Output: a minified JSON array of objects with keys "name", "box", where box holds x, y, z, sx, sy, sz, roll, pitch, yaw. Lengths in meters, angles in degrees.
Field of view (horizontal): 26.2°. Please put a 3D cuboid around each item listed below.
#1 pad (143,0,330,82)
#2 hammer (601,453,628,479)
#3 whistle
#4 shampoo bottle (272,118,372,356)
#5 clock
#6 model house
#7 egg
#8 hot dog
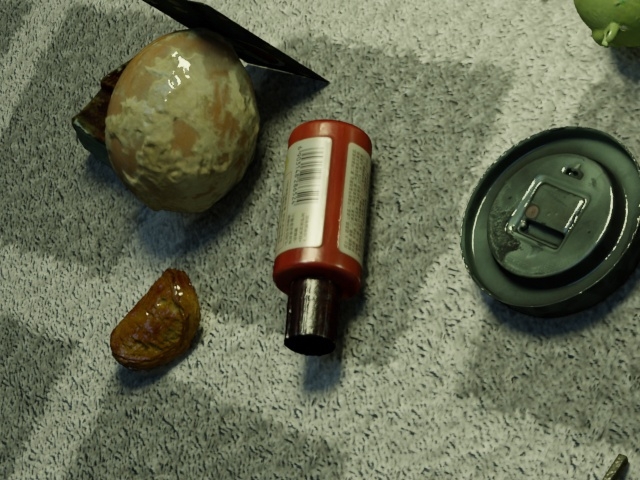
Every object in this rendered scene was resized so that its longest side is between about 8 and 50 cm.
[{"name":"pad","box":[-0.120,-0.262,1.762,0.170,0.245,0.006,20,86,42]},{"name":"hammer","box":[0.209,0.301,1.253,0.029,0.058,0.292,20,54,32]},{"name":"whistle","box":[0.381,-0.320,1.514,0.141,0.141,0.294,20,60,43]},{"name":"shampoo bottle","box":[0.000,0.000,1.610,0.104,0.104,0.278,-13,57,32]},{"name":"clock","box":[0.252,-0.020,1.471,0.215,0.042,0.215,-19,54,29]},{"name":"model house","box":[-0.257,-0.174,1.927,0.165,0.106,0.152,33,80,29]},{"name":"egg","box":[-0.177,-0.153,1.762,0.203,0.203,0.245,36,121,44]},{"name":"hot dog","box":[-0.205,0.103,1.737,0.147,0.065,0.099,-49,45,19]}]
